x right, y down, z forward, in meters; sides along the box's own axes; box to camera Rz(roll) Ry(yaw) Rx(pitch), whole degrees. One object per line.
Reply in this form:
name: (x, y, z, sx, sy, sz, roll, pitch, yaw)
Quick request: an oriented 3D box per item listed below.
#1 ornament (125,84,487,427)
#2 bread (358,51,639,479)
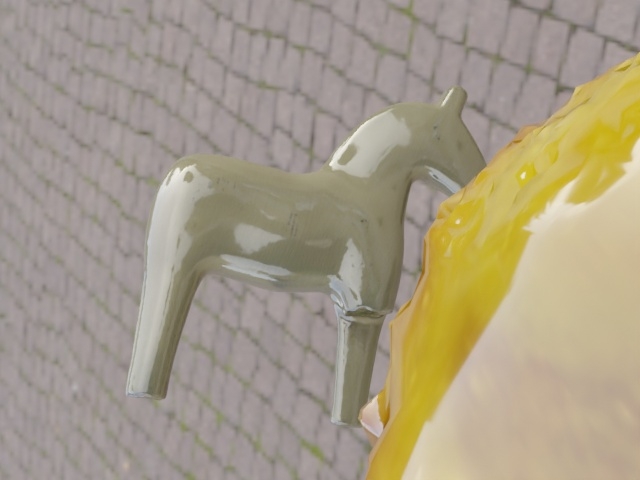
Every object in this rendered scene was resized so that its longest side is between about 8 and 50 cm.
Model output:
ornament: (0.000, 0.000, 0.950, 0.061, 0.230, 0.245, 141, 139, -79)
bread: (0.207, 0.099, 0.368, 0.361, 0.394, 0.250, -29, 19, 23)
